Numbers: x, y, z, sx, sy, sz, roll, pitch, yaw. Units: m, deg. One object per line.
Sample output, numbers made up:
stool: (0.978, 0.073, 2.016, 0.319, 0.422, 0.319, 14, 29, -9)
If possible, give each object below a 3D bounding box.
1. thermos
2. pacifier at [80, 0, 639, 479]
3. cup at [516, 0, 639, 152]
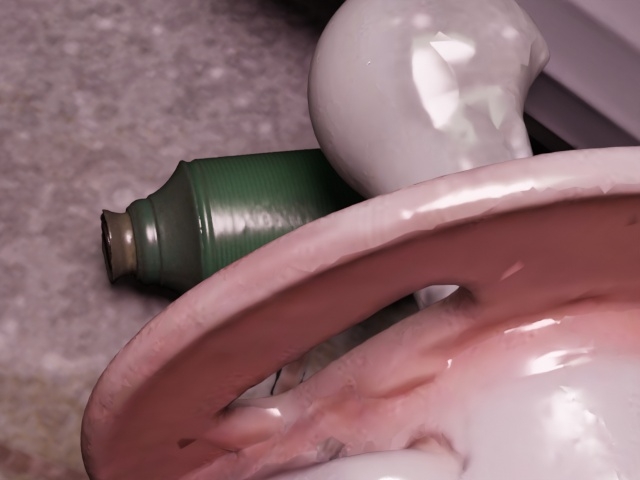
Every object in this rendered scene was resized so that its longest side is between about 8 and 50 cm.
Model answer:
thermos: (-0.001, -0.002, 0.645, 0.188, 0.073, 0.083, -6, 77, -13)
pacifier: (0.068, 0.037, 0.506, 0.332, 0.220, 0.273, 19, 82, -47)
cup: (0.167, -0.180, 0.662, 0.327, 0.237, 0.322, 35, 60, 2)
